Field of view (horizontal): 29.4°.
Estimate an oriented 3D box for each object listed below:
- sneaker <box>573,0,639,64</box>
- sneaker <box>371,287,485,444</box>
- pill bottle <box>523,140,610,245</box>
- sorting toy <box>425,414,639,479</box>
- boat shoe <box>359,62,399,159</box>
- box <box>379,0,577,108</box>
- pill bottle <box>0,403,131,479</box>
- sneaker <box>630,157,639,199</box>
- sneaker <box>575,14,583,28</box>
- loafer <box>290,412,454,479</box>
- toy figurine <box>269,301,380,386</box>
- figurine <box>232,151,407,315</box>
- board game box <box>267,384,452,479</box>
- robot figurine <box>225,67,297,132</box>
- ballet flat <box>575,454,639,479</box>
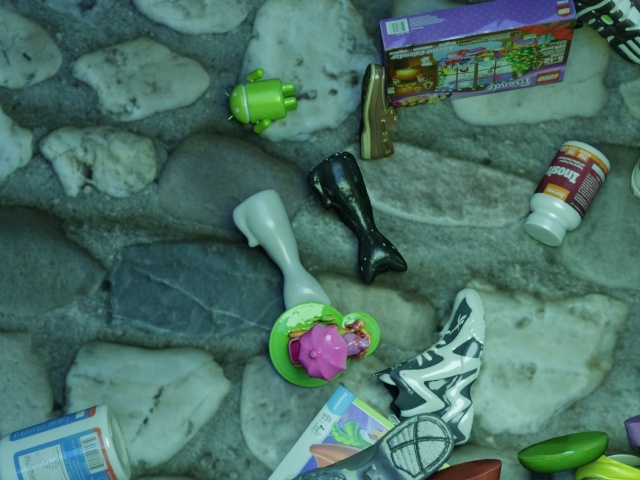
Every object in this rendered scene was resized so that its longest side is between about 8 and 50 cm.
[{"bbox_3d":[0.465,-0.425,1.956,0.281,0.106,0.162,41,60,-24],"label":"sneaker"},{"bbox_3d":[0.156,0.177,1.806,0.153,0.094,0.235,9,82,-1],"label":"sneaker"},{"bbox_3d":[0.377,-0.071,1.880,0.086,0.086,0.152,28,75,13],"label":"pill bottle"},{"bbox_3d":[0.323,0.342,1.672,0.365,0.127,0.126,-14,88,-6],"label":"sorting toy"},{"bbox_3d":[0.093,-0.202,1.910,0.060,0.178,0.064,0,43,-1],"label":"boat shoe"},{"bbox_3d":[0.242,-0.294,1.908,0.293,0.201,0.057,-9,69,2],"label":"box"},{"bbox_3d":[-0.399,0.328,1.783,0.221,0.124,0.124,-17,70,-1],"label":"pill bottle"},{"bbox_3d":[0.573,-0.199,1.892,0.105,0.123,0.290,21,73,13],"label":"sneaker"},{"bbox_3d":[0.421,-0.392,2.007,0.152,0.058,0.085,-22,94,-25],"label":"sneaker"},{"bbox_3d":[0.052,0.344,1.682,0.302,0.095,0.109,-30,73,-3],"label":"loafer"},{"bbox_3d":[0.021,0.156,1.775,0.173,0.159,0.130,-9,93,-10],"label":"toy figurine"},{"bbox_3d":[0.000,0.000,1.890,0.214,0.092,0.209,-27,75,-4],"label":"figurine"},{"bbox_3d":[0.019,0.417,1.743,0.233,0.078,0.347,35,77,15],"label":"board game box"},{"bbox_3d":[-0.096,-0.226,1.981,0.115,0.067,0.101,-8,83,2],"label":"robot figurine"},{"bbox_3d":[0.480,0.352,1.737,0.231,0.077,0.077,15,45,11],"label":"ballet flat"}]
